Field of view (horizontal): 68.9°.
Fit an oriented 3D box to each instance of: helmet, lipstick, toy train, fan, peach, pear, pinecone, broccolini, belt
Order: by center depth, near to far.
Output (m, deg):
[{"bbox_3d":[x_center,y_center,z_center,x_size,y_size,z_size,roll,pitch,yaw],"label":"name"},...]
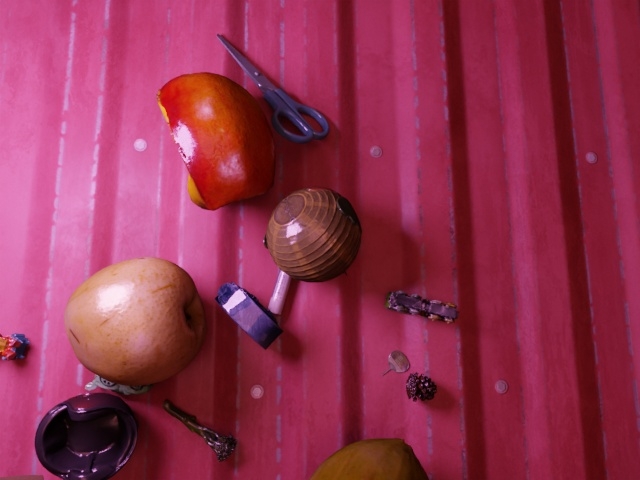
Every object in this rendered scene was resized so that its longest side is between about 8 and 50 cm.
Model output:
[{"bbox_3d":[-0.534,0.451,1.081,0.216,0.193,0.189,-1,88,-10],"label":"helmet"},{"bbox_3d":[-0.425,0.187,1.086,0.309,0.309,0.309,1,81,-5],"label":"pear"},{"bbox_3d":[-0.490,0.343,1.161,0.149,0.099,0.081,20,102,-7],"label":"toy train"},{"bbox_3d":[-0.309,0.468,1.169,0.216,0.058,0.067,36,82,2],"label":"broccolini"},{"bbox_3d":[-0.243,-0.250,1.178,0.242,0.306,0.380,-17,78,-1],"label":"peach"},{"bbox_3d":[-0.181,0.184,1.185,0.190,0.141,0.082,44,78,5],"label":"belt"},{"bbox_3d":[0.265,0.386,1.228,0.083,0.077,0.077,6,80,-8],"label":"pinecone"},{"bbox_3d":[-0.105,0.128,1.253,0.040,0.040,0.141,16,80,-3],"label":"lipstick"},{"bbox_3d":[0.273,0.180,1.263,0.202,0.081,0.060,15,80,-10],"label":"toy train"},{"bbox_3d":[0.200,0.330,1.267,0.080,0.003,0.060,-8,81,-7],"label":"fan"}]

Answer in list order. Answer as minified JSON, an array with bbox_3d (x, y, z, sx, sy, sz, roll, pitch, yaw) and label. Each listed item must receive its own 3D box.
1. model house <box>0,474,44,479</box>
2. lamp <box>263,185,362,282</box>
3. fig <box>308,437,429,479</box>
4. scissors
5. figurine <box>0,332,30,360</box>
[{"bbox_3d":[-0.718,0.686,1.061,0.248,0.176,0.181,-48,47,11],"label":"model house"},{"bbox_3d":[0.000,0.000,1.195,0.250,0.250,0.284,-52,129,-11],"label":"lamp"},{"bbox_3d":[0.115,0.626,1.062,0.343,0.343,0.343,1,81,-5],"label":"fig"},{"bbox_3d":[-0.157,-0.438,1.318,0.447,0.029,0.193,48,42,12],"label":"scissors"},{"bbox_3d":[-0.798,0.254,1.152,0.140,0.075,0.068,12,81,7],"label":"figurine"}]
